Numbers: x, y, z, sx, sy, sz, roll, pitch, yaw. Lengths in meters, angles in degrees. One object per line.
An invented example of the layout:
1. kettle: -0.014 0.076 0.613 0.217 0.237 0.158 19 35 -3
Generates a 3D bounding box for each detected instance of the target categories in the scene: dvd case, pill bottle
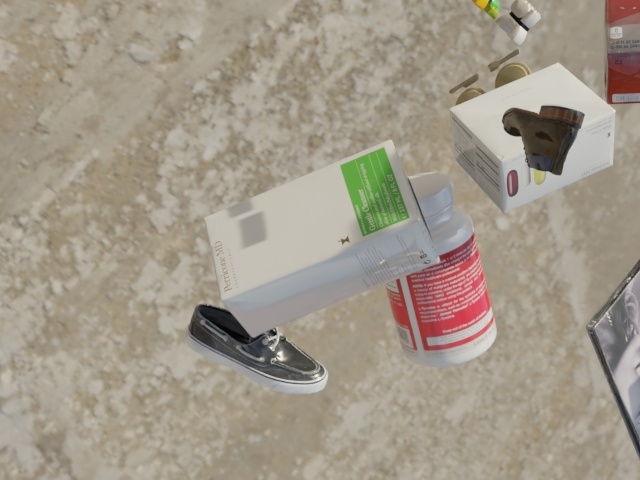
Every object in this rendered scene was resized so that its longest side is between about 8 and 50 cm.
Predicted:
1. dvd case: 0.414 0.146 1.324 0.164 0.018 0.221 -42 118 -32
2. pill bottle: 0.253 0.064 2.396 0.229 0.229 0.407 -30 116 -31

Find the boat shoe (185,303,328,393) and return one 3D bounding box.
1. boat shoe: -0.121 0.209 2.106 0.108 0.301 0.102 -57 169 -55

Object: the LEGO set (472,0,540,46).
1. LEGO set: 0.257 -0.402 1.583 0.087 0.227 0.093 27 115 -41

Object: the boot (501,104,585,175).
1. boot: 0.349 -0.161 1.738 0.082 0.219 0.106 15 89 -16

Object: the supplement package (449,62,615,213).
1. supplement package: 0.428 -0.210 2.134 0.262 0.204 0.145 -24 136 -10

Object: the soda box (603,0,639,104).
1. soda box: 0.394 -0.187 0.960 0.083 0.263 0.092 65 29 -58

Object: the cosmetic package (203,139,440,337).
1. cosmetic package: 0.000 0.000 1.848 0.366 0.197 0.155 -23 144 7

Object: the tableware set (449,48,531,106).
1. tableware set: 0.384 -0.319 2.311 0.194 0.128 0.039 -29 156 30
